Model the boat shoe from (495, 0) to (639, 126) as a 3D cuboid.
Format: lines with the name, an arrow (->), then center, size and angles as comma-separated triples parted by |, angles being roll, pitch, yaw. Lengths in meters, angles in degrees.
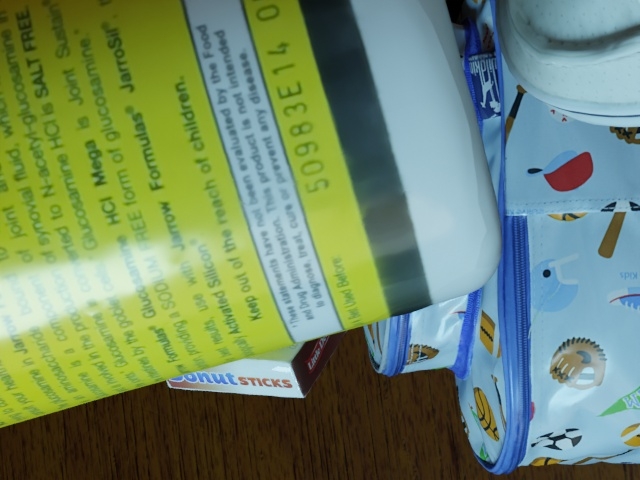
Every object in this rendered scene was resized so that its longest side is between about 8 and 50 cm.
boat shoe -> 0.127, -0.122, 0.527 | 0.156, 0.136, 0.367 | -4, 170, -30

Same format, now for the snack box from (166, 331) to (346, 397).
snack box -> 0.000, 0.000, 0.757 | 0.064, 0.022, 0.178 | 2, -142, 29

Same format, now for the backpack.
backpack -> 0.120, -0.006, 0.968 | 0.213, 0.263, 0.276 | -10, 173, 4

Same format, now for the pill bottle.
pill bottle -> -0.116, -0.029, 0.655 | 0.333, 0.188, 0.188 | -16, 174, 1
